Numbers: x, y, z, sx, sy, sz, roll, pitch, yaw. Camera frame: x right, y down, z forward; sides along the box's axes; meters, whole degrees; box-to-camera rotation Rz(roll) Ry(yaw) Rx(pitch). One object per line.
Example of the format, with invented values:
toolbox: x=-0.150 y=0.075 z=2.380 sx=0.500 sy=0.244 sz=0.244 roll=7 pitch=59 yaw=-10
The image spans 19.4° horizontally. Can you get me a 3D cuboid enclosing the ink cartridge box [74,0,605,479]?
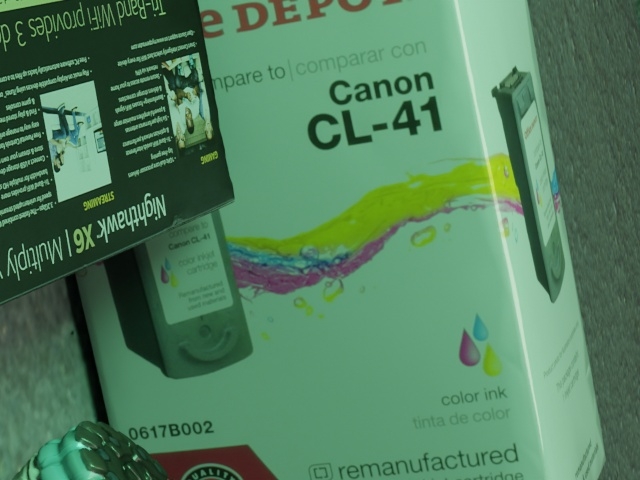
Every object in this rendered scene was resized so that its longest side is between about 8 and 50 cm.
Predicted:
ink cartridge box: x=0.000 y=0.000 z=0.924 sx=0.131 sy=0.226 sz=0.306 roll=-41 pitch=121 yaw=-67

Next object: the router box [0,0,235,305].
router box: x=-0.152 y=-0.099 z=0.714 sx=0.309 sy=0.081 sz=0.243 roll=-27 pitch=109 yaw=-64

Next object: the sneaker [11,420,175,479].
sneaker: x=-0.071 y=0.190 z=0.819 sx=0.283 sy=0.122 sz=0.110 roll=52 pitch=6 yaw=-38
